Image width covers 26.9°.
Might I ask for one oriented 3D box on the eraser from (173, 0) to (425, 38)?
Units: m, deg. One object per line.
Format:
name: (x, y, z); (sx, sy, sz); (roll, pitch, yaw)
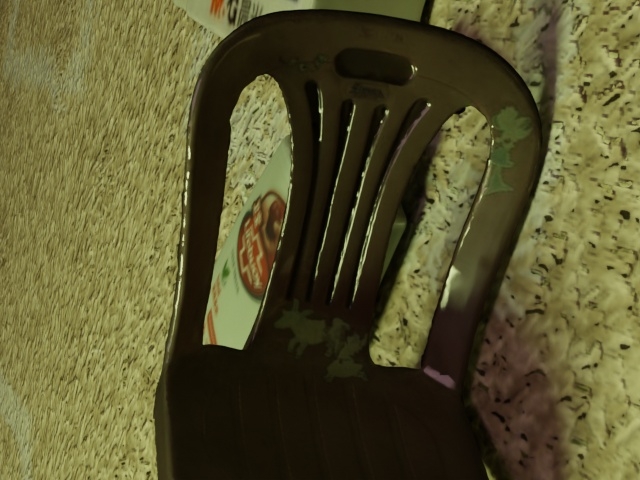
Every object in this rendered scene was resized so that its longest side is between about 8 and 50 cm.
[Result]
eraser: (-0.018, -0.187, 0.881); (0.279, 0.081, 0.124); (-138, 58, -62)

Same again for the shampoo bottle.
shampoo bottle: (0.000, 0.000, 0.798); (0.153, 0.071, 0.284); (-106, 31, -44)

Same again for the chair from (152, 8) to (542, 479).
chair: (0.006, 0.077, 0.643); (0.183, 0.176, 0.326); (-103, 23, -57)
